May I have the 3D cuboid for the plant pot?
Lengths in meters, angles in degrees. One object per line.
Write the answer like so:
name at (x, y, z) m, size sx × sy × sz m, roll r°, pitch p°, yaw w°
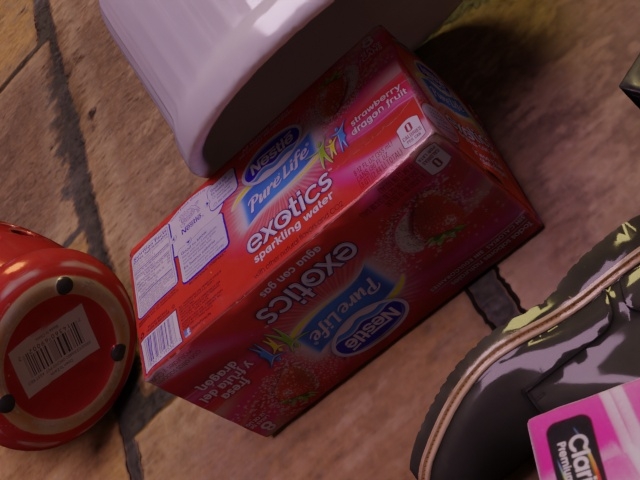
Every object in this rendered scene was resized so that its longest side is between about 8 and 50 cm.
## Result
plant pot at (-0.267, 0.085, 0.884) m, size 0.174 × 0.191 × 0.191 m, roll 13°, pitch 74°, yaw 42°

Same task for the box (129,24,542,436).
box at (0.000, 0.000, 0.697) m, size 0.257 × 0.123 × 0.128 m, roll -41°, pitch 41°, yaw 20°

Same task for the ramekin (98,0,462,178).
ramekin at (-0.017, -0.180, 0.709) m, size 0.277 × 0.277 × 0.135 m, roll -40°, pitch 84°, yaw 21°

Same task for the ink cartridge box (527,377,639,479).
ink cartridge box at (0.258, 0.085, 0.326) m, size 0.371 × 0.069 × 0.175 m, roll -24°, pitch 47°, yaw 22°

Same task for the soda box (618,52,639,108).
soda box at (0.245, -0.074, 0.541) m, size 0.060 × 0.053 × 0.169 m, roll -58°, pitch 37°, yaw -1°

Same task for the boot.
boot at (0.146, 0.092, 0.517) m, size 0.198 × 0.077 × 0.137 m, roll -50°, pitch 43°, yaw 11°
